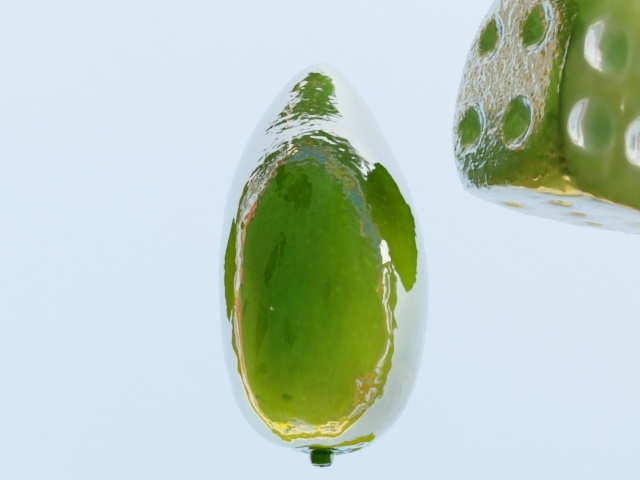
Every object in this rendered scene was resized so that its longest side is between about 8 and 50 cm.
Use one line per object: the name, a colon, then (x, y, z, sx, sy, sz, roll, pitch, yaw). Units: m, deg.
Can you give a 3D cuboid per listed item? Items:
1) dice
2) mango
dice: (0.211, -0.099, 1.081, 0.169, 0.169, 0.166, -177, -81, -69)
mango: (0.000, 0.000, 1.077, 0.156, 0.192, 0.343, -1, -128, -4)
